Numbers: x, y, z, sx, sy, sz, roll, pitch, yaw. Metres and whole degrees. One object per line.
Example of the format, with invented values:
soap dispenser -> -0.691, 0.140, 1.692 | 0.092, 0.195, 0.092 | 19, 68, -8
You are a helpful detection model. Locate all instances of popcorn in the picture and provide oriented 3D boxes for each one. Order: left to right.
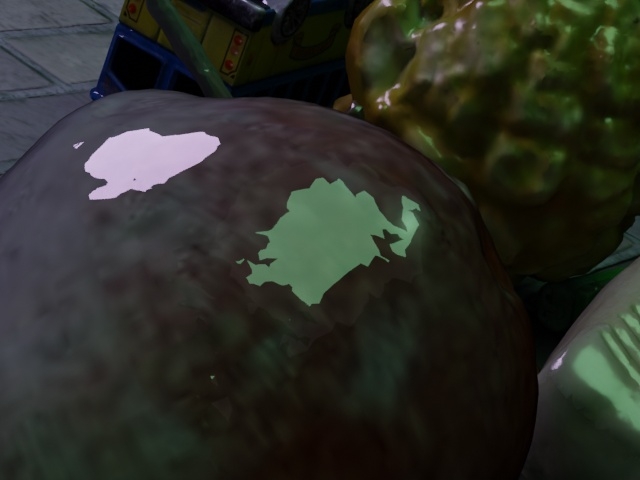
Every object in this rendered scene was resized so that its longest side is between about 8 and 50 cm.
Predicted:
popcorn -> 0.156, -0.098, 1.355 | 0.274, 0.335, 0.279 | -16, 29, -14

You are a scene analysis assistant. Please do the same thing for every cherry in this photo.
cherry -> -0.074, 0.085, 0.815 | 0.335, 0.291, 0.326 | -44, 27, -22

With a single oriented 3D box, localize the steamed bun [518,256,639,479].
steamed bun -> 0.247, 0.145, 1.041 | 0.247, 0.236, 0.383 | 42, 35, 17

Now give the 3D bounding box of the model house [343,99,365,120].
model house -> 0.000, 0.000, 1.056 | 0.181, 0.248, 0.176 | 27, 43, 7

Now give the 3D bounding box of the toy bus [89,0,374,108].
toy bus -> -0.056, -0.181, 1.521 | 0.138, 0.175, 0.288 | 31, 25, 20

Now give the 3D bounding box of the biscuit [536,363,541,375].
biscuit -> 0.052, 0.075, 1.250 | 0.262, 0.037, 0.262 | 18, 24, -8

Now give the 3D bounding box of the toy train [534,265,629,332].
toy train -> 0.287, 0.049, 1.456 | 0.251, 0.085, 0.119 | -9, 22, -44
